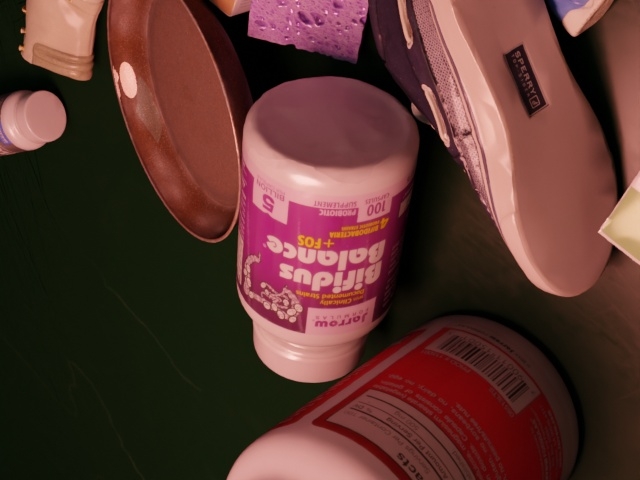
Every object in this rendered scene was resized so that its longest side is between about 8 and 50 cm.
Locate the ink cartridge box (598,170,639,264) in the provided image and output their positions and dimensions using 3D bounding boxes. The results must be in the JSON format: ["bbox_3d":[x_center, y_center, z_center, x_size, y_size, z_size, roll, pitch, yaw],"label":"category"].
[{"bbox_3d":[0.361,-0.048,0.988,0.171,0.056,0.235,41,133,19],"label":"ink cartridge box"}]

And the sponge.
[{"bbox_3d":[-0.002,-0.265,1.131,0.117,0.031,0.210,16,143,3],"label":"sponge"}]

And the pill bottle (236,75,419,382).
[{"bbox_3d":[0.000,0.000,1.212,0.169,0.169,0.301,30,137,26],"label":"pill bottle"}]

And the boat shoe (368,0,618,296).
[{"bbox_3d":[0.156,-0.114,1.101,0.158,0.127,0.340,16,130,62],"label":"boat shoe"}]

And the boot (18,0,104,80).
[{"bbox_3d":[-0.341,-0.303,1.434,0.213,0.077,0.165,35,130,22],"label":"boot"}]

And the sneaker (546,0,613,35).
[{"bbox_3d":[0.225,-0.243,0.993,0.084,0.058,0.152,51,155,8],"label":"sneaker"}]

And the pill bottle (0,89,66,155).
[{"bbox_3d":[-0.395,-0.152,1.541,0.137,0.078,0.078,-6,105,41],"label":"pill bottle"}]

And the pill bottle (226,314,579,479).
[{"bbox_3d":[0.057,0.243,1.124,0.229,0.407,0.229,17,119,33],"label":"pill bottle"}]

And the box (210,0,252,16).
[{"bbox_3d":[-0.083,-0.336,1.196,0.130,0.091,0.170,39,129,20],"label":"box"}]

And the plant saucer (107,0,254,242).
[{"bbox_3d":[-0.146,-0.152,1.302,0.310,0.050,0.311,42,144,41],"label":"plant saucer"}]
